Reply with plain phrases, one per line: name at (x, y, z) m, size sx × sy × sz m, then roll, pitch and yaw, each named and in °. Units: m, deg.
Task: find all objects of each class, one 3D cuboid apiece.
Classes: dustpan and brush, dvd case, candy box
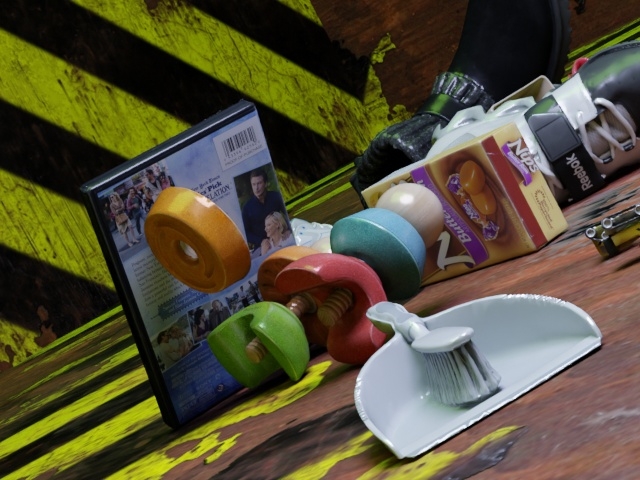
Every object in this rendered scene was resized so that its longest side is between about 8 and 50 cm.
dustpan and brush at (0.071, 0.069, 0.967) m, size 0.147 × 0.060 × 0.211 m, roll -29°, pitch 5°, yaw -12°
dvd case at (-0.101, 0.023, 1.366) m, size 0.180 × 0.253 × 0.022 m, roll -30°, pitch 30°, yaw -26°
candy box at (0.128, -0.028, 1.383) m, size 0.053 × 0.109 × 0.186 m, roll -31°, pitch 5°, yaw -33°

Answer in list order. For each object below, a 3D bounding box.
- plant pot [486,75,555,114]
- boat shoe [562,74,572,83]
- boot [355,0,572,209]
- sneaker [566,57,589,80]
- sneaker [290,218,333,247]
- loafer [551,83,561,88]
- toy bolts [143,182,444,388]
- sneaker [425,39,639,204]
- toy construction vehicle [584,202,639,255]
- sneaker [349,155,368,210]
plant pot at (0.221, -0.097, 1.660) m, size 0.109 × 0.109 × 0.096 m, roll -33°, pitch -7°, yaw -42°
boat shoe at (0.392, -0.235, 2.413) m, size 0.038 × 0.046 × 0.125 m, roll -31°, pitch 3°, yaw -29°
boot at (0.171, -0.185, 1.852) m, size 0.260 × 0.348 × 0.131 m, roll -27°, pitch 43°, yaw -27°
sneaker at (0.344, -0.187, 1.910) m, size 0.081 × 0.094 × 0.208 m, roll -31°, pitch 4°, yaw -11°
sneaker at (0.000, 0.000, 1.961) m, size 0.190 × 0.083 × 0.071 m, roll -29°, pitch 3°, yaw -26°
loafer at (0.220, -0.094, 1.777) m, size 0.251 × 0.094 × 0.087 m, roll -37°, pitch 26°, yaw -15°
toy bolts at (-0.008, 0.002, 1.290) m, size 0.228 × 0.218 × 0.158 m, roll -11°, pitch 30°, yaw 51°
sneaker at (0.231, -0.082, 1.467) m, size 0.330 × 0.122 × 0.146 m, roll -23°, pitch 25°, yaw 39°
toy construction vehicle at (0.237, -0.011, 1.082) m, size 0.098 × 0.035 × 0.086 m, roll -24°, pitch -5°, yaw 17°
sneaker at (0.121, -0.113, 2.065) m, size 0.130 × 0.087 × 0.227 m, roll -1°, pitch 38°, yaw 43°
